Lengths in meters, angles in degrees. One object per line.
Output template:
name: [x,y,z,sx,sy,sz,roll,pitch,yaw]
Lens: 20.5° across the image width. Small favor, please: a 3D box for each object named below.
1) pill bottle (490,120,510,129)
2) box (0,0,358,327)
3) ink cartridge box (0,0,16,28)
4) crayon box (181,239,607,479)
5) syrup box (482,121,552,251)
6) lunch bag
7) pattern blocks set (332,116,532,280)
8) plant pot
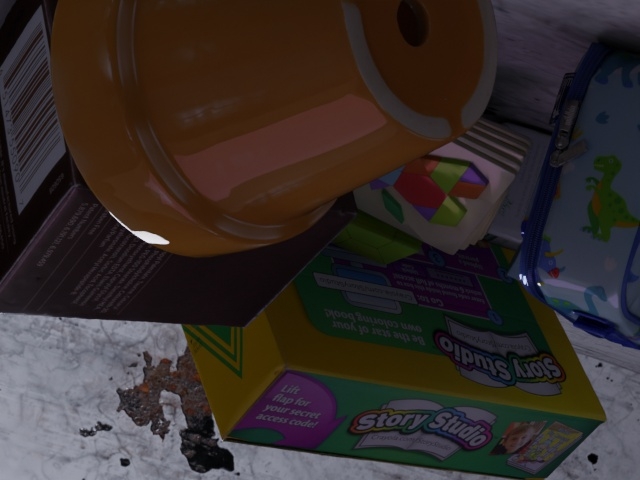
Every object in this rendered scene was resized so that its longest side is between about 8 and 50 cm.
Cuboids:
pill bottle: [0.053,-0.079,1.411,0.184,0.103,0.103,16,175,14]
box: [-0.115,-0.054,1.173,0.203,0.168,0.167,6,147,-31]
ink cartridge box: [-0.272,-0.214,1.254,0.296,0.066,0.261,23,-168,-48]
crayon box: [0.037,0.039,1.515,0.363,0.106,0.313,13,-138,-38]
syrup box: [0.244,-0.017,1.481,0.237,0.096,0.093,18,177,-2]
lunch bag: [0.207,-0.018,1.145,0.090,0.176,0.219,14,175,27]
pattern blocks set: [0.053,-0.064,1.309,0.325,0.026,0.285,19,148,10]
plant pot: [-0.012,-0.102,0.985,0.188,0.205,0.205,-9,158,42]
